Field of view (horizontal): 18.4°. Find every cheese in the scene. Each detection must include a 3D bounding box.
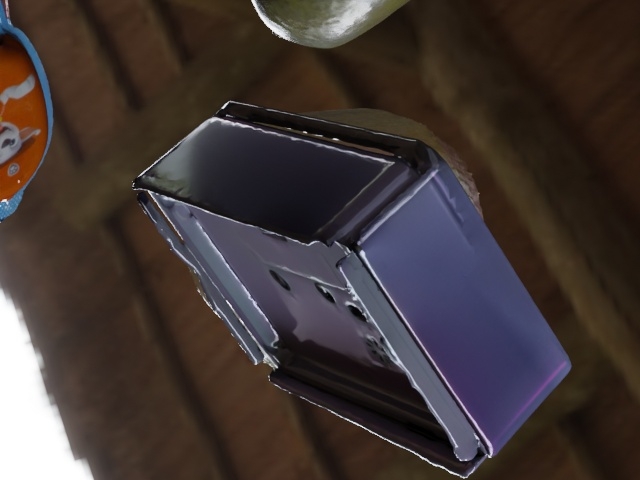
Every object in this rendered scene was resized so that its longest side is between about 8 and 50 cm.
[{"bbox_3d":[-0.209,-0.112,1.215,0.037,0.106,0.256,32,-44,32],"label":"cheese"}]

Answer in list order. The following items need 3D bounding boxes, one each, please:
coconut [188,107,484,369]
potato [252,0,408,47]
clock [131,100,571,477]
[{"bbox_3d":[0.000,0.000,1.750,0.233,0.245,0.233,171,-90,-67],"label":"coconut"},{"bbox_3d":[0.026,-0.234,1.419,0.160,0.178,0.235,60,-28,22],"label":"potato"},{"bbox_3d":[0.011,0.018,0.923,0.193,0.073,0.144,18,-33,56],"label":"clock"}]
